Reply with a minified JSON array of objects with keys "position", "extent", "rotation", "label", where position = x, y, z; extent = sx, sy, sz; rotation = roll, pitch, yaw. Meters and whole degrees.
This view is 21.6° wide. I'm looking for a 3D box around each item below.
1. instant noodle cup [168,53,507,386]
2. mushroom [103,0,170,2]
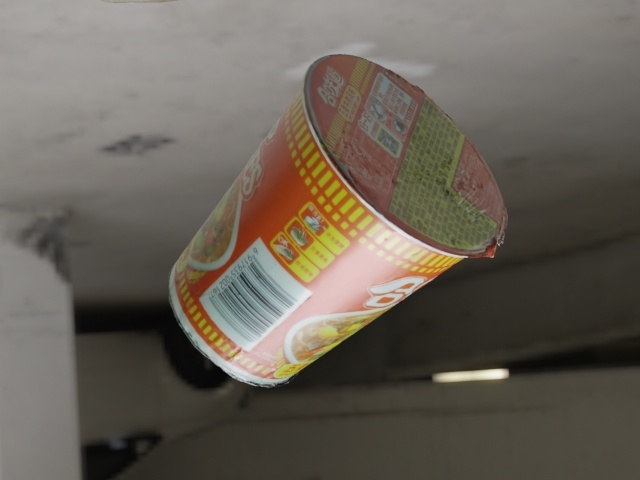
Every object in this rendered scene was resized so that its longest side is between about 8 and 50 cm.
[{"position":[0.000,0.000,1.249],"extent":[0.193,0.193,0.212],"rotation":[3,141,-49],"label":"instant noodle cup"},{"position":[-0.088,-0.220,0.879],"extent":[0.255,0.184,0.255],"rotation":[0,168,0],"label":"mushroom"}]
